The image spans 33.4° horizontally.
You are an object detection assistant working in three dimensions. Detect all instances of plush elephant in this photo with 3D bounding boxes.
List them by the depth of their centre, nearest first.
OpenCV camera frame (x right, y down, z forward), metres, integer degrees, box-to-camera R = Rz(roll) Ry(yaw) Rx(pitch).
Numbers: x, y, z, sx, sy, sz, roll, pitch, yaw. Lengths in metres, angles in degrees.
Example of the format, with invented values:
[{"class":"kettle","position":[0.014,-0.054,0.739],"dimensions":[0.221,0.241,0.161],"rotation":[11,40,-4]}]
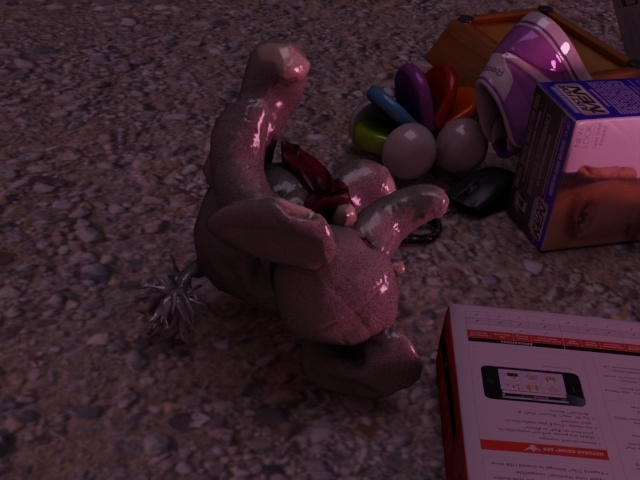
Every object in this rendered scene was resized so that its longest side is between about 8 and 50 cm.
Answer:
[{"class":"plush elephant","position":[0.000,0.000,1.036],"dimensions":[0.255,0.272,0.330],"rotation":[20,62,42]}]

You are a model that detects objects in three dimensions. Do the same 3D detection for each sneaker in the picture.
[{"class":"sneaker","position":[0.299,-0.141,1.393],"dimensions":[0.161,0.282,0.102],"rotation":[-51,25,-12]}]

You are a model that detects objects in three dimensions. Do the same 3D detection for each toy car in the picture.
[{"class":"toy car","position":[0.131,-0.166,1.405],"dimensions":[0.182,0.136,0.159],"rotation":[-8,28,-21]}]

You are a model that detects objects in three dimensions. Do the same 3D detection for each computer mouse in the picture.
[{"class":"computer mouse","position":[0.164,-0.049,1.331],"dimensions":[0.242,0.041,0.071],"rotation":[-24,45,-38]}]

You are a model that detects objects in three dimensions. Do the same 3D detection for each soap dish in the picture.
[{"class":"soap dish","position":[0.329,-0.247,1.594],"dimensions":[0.229,0.118,0.291],"rotation":[-12,38,-26]}]

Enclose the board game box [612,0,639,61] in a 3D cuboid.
[{"class":"board game box","position":[0.607,-0.349,1.595],"dimensions":[0.303,0.224,0.097],"rotation":[-7,18,40]}]

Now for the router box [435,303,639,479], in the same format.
[{"class":"router box","position":[0.279,0.190,0.947],"dimensions":[0.335,0.082,0.301],"rotation":[6,33,-1]}]

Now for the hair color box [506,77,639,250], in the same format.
[{"class":"hair color box","position":[0.418,-0.101,1.324],"dimensions":[0.339,0.185,0.110],"rotation":[-5,36,-17]}]
